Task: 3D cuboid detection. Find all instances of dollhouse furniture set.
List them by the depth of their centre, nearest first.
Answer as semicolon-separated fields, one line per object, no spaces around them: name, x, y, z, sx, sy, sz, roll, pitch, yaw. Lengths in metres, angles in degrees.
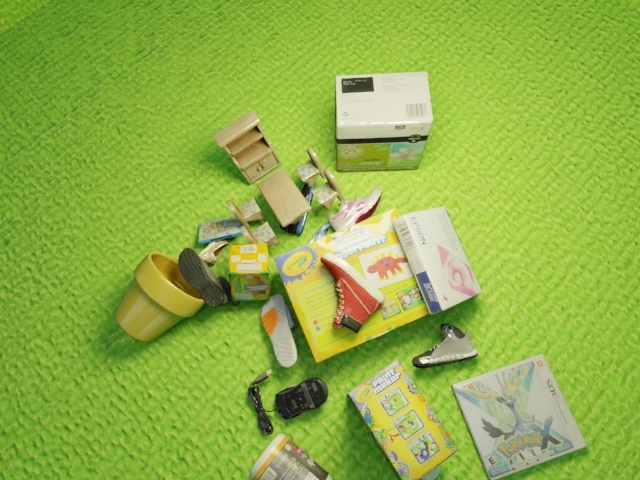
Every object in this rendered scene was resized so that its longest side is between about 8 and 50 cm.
dollhouse furniture set;-0.185;-0.231;1.584;0.362;0.256;0.394;-34;59;-1

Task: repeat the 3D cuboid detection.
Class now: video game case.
video game case;0.634;0.562;1.430;0.329;0.036;0.299;-18;70;-4
video game case;-0.376;-0.044;1.675;0.166;0.015;0.119;-13;38;-2

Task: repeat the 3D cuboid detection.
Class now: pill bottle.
pill bottle;-0.066;0.735;1.333;0.278;0.162;0.162;36;76;13

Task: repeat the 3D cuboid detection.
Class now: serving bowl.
serving bowl;0.336;0.713;1.393;0.083;0.027;0.083;-1;70;3

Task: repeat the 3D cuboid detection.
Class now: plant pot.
plant pot;-0.557;0.205;1.518;0.254;0.254;0.239;43;93;16

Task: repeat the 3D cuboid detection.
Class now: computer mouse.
computer mouse;-0.111;0.503;1.476;0.262;0.060;0.184;-31;76;4

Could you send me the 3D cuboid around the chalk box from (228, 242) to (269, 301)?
chalk box;-0.242;0.127;1.533;0.133;0.213;0.132;-3;47;-6

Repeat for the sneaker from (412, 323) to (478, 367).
sneaker;0.405;0.351;1.500;0.229;0.086;0.132;-6;65;-11

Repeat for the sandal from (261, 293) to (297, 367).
sandal;-0.131;0.316;1.531;0.102;0.076;0.265;-29;58;16

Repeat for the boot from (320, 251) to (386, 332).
boot;0.059;0.167;1.378;0.244;0.088;0.176;42;84;0

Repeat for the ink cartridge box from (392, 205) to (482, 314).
ink cartridge box;0.419;0.048;1.488;0.330;0.071;0.324;-14;78;-40

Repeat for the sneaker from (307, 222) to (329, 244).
sneaker;0.000;0.000;1.651;0.059;0.053;0.144;32;88;11

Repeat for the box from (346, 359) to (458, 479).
box;0.224;0.534;1.324;0.177;0.290;0.279;-32;73;-9

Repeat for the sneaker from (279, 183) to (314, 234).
sneaker;-0.086;-0.137;1.691;0.091;0.081;0.232;15;72;2

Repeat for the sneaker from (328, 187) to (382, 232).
sneaker;0.128;-0.122;1.665;0.252;0.103;0.111;-42;75;-12

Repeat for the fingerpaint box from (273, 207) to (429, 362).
fingerpaint box;0.115;0.148;1.507;0.445;0.163;0.371;-23;83;-6

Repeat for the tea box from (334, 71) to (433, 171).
tea box;0.219;-0.430;1.654;0.329;0.323;0.219;-2;69;3

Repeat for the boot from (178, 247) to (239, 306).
boot;-0.393;0.138;1.568;0.083;0.161;0.246;-39;78;6

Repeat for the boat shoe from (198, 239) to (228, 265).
boat shoe;-0.407;0.058;1.645;0.059;0.063;0.170;30;73;18
